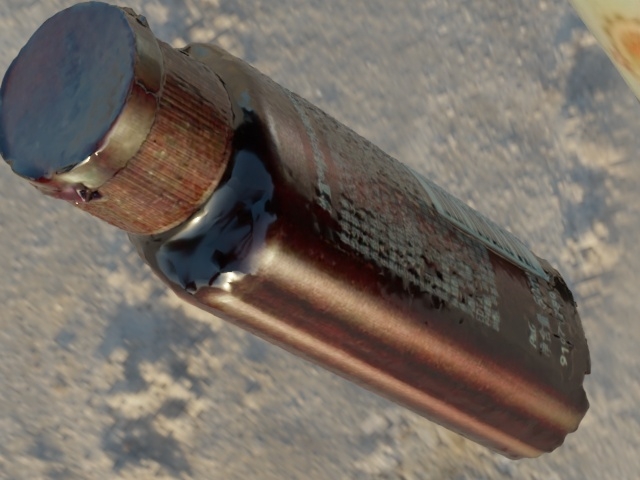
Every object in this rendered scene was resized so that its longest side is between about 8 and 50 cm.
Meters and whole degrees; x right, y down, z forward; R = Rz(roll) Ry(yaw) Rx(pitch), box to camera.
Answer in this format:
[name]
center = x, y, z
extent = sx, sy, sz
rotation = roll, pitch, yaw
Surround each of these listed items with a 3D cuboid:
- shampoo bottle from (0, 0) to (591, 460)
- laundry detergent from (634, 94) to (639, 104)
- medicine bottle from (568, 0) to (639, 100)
[shampoo bottle]
center = 0.000, 0.000, 0.788
extent = 0.084, 0.323, 0.129
rotation = -34, 54, 23
[laundry detergent]
center = 0.233, -0.075, 1.040
extent = 0.096, 0.206, 0.061
rotation = -40, 54, -1
[medicine bottle]
center = 0.196, -0.137, 0.694
extent = 0.219, 0.388, 0.219
rotation = -32, 25, 17
